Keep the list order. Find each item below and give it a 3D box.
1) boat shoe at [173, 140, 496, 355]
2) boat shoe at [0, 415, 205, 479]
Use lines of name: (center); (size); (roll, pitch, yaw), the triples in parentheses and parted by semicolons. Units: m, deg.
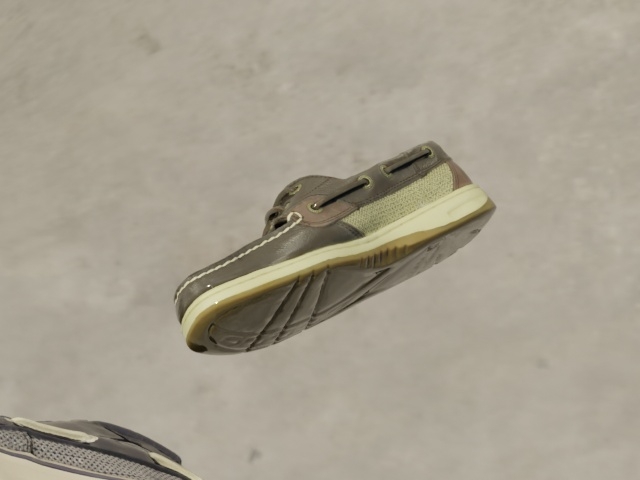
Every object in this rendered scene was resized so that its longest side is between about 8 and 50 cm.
boat shoe: (0.001, -0.001, 1.039); (0.224, 0.080, 0.073); (-21, 66, -35)
boat shoe: (-0.211, 0.159, 1.094); (0.341, 0.158, 0.127); (19, 96, -26)
